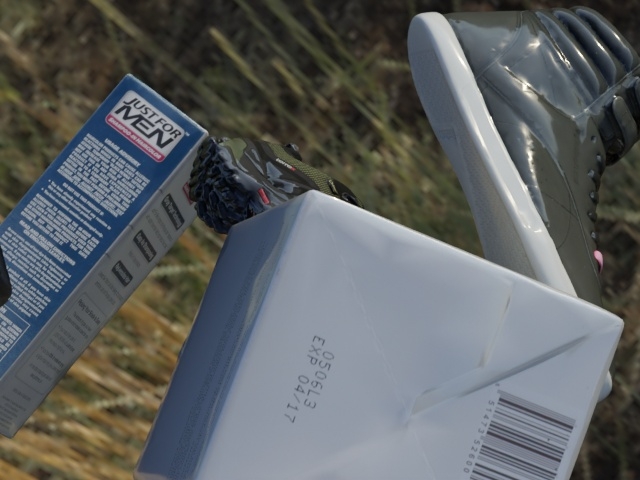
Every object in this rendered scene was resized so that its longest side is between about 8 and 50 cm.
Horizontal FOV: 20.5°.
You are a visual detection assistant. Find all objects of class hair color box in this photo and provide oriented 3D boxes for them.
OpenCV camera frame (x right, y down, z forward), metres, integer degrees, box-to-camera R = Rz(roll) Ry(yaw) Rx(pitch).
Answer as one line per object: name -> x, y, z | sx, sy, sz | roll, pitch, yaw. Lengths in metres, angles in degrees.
hair color box -> -0.246, 0.020, 1.730 | 0.105, 0.174, 0.347 | 38, 81, 10

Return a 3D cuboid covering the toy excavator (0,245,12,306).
toy excavator -> -0.499, -0.015, 1.178 | 0.433, 0.445, 0.222 | -25, 71, 21

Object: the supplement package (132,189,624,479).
supplement package -> 0.017, 0.092, 0.983 | 0.293, 0.175, 0.177 | 168, 124, -79

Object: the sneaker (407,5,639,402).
sneaker -> 0.175, -0.041, 1.193 | 0.147, 0.104, 0.295 | -15, 68, -12

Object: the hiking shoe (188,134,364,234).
hiking shoe -> 0.000, 0.000, 1.284 | 0.227, 0.114, 0.086 | 56, 139, 31
